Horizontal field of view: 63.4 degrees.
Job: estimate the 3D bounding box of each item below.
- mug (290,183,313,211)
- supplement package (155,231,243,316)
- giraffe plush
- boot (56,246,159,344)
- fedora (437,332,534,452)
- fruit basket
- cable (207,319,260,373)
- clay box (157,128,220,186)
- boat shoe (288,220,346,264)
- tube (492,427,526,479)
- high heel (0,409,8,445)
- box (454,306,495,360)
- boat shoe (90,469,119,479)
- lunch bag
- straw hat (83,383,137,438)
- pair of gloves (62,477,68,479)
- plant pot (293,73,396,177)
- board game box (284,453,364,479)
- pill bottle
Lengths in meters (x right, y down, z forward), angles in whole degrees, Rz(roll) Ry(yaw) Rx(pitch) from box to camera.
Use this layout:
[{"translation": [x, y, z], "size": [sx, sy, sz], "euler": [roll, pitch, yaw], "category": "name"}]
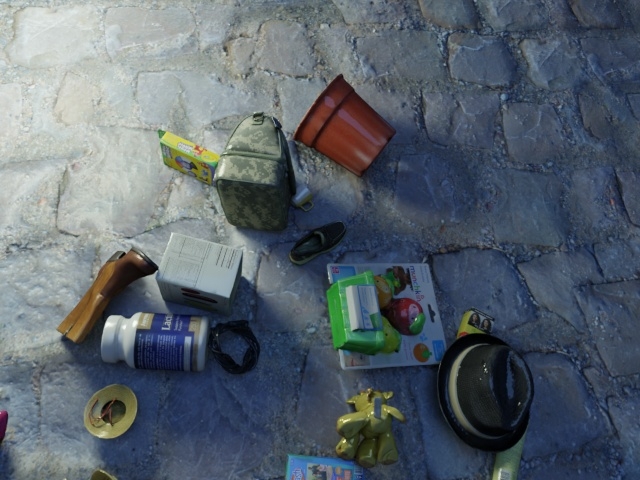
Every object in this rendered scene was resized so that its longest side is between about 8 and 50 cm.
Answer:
[{"translation": [-0.063, -0.139, 1.716], "size": [0.064, 0.062, 0.078], "euler": [-42, 72, -16], "category": "mug"}, {"translation": [-0.339, 0.102, 1.479], "size": [0.203, 0.194, 0.149], "euler": [14, 65, -3], "category": "supplement package"}, {"translation": [0.134, 0.484, 1.416], "size": [0.181, 0.170, 0.210], "euler": [18, 101, -1], "category": "giraffe plush"}, {"translation": [-0.582, 0.148, 1.397], "size": [0.264, 0.096, 0.280], "euler": [3, 52, 42], "category": "boot"}, {"translation": [0.490, 0.414, 1.450], "size": [0.334, 0.152, 0.334], "euler": [5, 67, -13], "category": "fedora"}, {"translation": [0.206, 0.213, 1.547], "size": [0.353, 0.165, 0.327], "euler": [-1, 66, -14], "category": "fruit basket"}, {"translation": [-0.244, 0.299, 1.445], "size": [0.184, 0.047, 0.151], "euler": [3, 71, -58], "category": "cable"}, {"translation": [-0.429, -0.265, 1.668], "size": [0.222, 0.127, 0.053], "euler": [23, 63, 2], "category": "clay box"}, {"translation": [-0.001, -0.001, 1.654], "size": [0.223, 0.073, 0.080], "euler": [-32, 75, -21], "category": "boat shoe"}, {"translation": [0.542, 0.608, 1.488], "size": [0.070, 0.062, 0.240], "euler": [47, 52, -34], "category": "tube"}, {"translation": [-0.792, 0.544, 1.250], "size": [0.117, 0.082, 0.244], "euler": [18, 68, 9], "category": "high heel"}, {"translation": [0.459, 0.328, 1.595], "size": [0.087, 0.058, 0.232], "euler": [28, 65, 1], "category": "box"}, {"translation": [-0.511, 0.633, 1.293], "size": [0.153, 0.048, 0.056], "euler": [33, 76, 13], "category": "boat shoe"}, {"translation": [-0.185, -0.207, 1.586], "size": [0.212, 0.305, 0.256], "euler": [4, 63, 5], "category": "lunch bag"}, {"translation": [-0.536, 0.450, 1.358], "size": [0.144, 0.061, 0.144], "euler": [-3, 64, 7], "category": "straw hat"}, {"translation": [-0.649, 0.724, 1.222], "size": [0.204, 0.042, 0.240], "euler": [-26, 73, -20], "category": "pair of gloves"}, {"translation": [0.094, -0.370, 1.751], "size": [0.265, 0.272, 0.272], "euler": [37, 65, -1], "category": "plant pot"}, {"translation": [0.008, 0.657, 1.368], "size": [0.210, 0.047, 0.160], "euler": [8, 65, -8], "category": "board game box"}, {"translation": [-0.440, 0.273, 1.405], "size": [0.264, 0.153, 0.153], "euler": [4, 65, -9], "category": "pill bottle"}]
